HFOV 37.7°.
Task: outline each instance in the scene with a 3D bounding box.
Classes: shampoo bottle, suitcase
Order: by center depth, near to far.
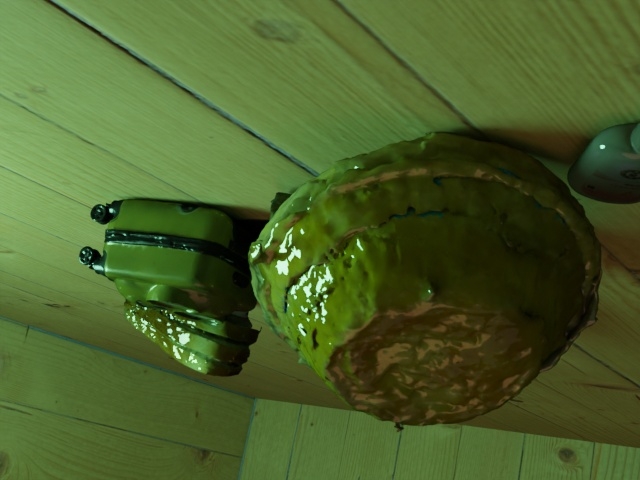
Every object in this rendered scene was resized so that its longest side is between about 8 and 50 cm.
[{"bbox_3d":[0.276,-0.074,0.825,0.079,0.040,0.165,13,166,2],"label":"shampoo bottle"},{"bbox_3d":[-0.207,0.035,1.375,0.234,0.143,0.194,7,164,24],"label":"suitcase"}]

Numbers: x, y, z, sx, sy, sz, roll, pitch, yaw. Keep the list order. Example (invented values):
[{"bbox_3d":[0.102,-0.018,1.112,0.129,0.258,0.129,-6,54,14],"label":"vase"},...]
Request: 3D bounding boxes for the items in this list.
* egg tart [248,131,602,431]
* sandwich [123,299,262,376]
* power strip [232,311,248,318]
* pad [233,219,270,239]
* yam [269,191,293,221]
[{"bbox_3d":[0.108,0.070,0.979,0.387,0.169,0.388,2,133,2],"label":"egg tart"},{"bbox_3d":[-0.194,0.167,1.736,0.254,0.100,0.288,23,-176,33],"label":"sandwich"},{"bbox_3d":[-0.250,0.075,1.673,0.278,0.038,0.109,20,-175,-16],"label":"power strip"},{"bbox_3d":[0.000,0.000,1.368,0.243,0.004,0.163,2,162,31],"label":"pad"},{"bbox_3d":[0.065,0.033,1.158,0.267,0.161,0.161,8,165,3],"label":"yam"}]
